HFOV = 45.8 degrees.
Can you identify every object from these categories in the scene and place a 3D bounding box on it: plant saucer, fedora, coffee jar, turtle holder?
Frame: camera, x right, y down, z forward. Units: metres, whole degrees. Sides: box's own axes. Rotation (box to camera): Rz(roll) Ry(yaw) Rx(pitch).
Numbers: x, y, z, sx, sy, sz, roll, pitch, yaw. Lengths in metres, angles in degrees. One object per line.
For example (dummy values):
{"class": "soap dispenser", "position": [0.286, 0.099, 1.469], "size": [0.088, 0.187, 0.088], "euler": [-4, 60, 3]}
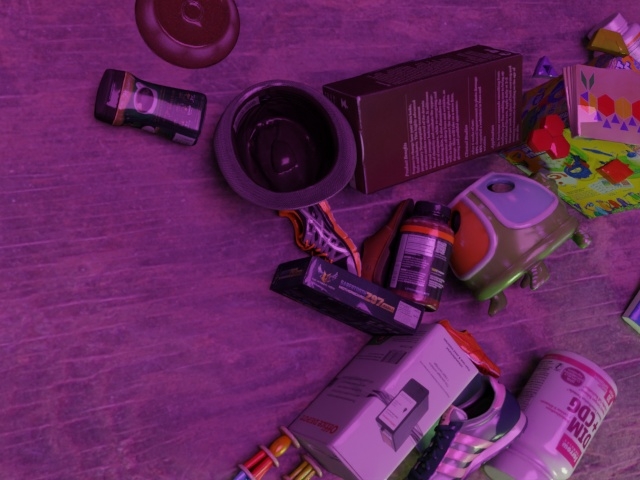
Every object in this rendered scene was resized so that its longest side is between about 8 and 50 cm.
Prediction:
{"class": "plant saucer", "position": [0.249, 0.332, 1.477], "size": [0.195, 0.037, 0.195], "euler": [-10, 112, -27]}
{"class": "fedora", "position": [-0.064, -0.151, 1.363], "size": [0.244, 0.124, 0.275], "euler": [-23, 69, -11]}
{"class": "plant saucer", "position": [-0.240, -0.418, 1.398], "size": [0.199, 0.036, 0.198], "euler": [3, 81, -22]}
{"class": "coffee jar", "position": [-0.298, -0.233, 1.327], "size": [0.184, 0.079, 0.096], "euler": [14, 81, -21]}
{"class": "turtle holder", "position": [0.386, -0.031, 1.494], "size": [0.320, 0.243, 0.227], "euler": [-37, 81, -9]}

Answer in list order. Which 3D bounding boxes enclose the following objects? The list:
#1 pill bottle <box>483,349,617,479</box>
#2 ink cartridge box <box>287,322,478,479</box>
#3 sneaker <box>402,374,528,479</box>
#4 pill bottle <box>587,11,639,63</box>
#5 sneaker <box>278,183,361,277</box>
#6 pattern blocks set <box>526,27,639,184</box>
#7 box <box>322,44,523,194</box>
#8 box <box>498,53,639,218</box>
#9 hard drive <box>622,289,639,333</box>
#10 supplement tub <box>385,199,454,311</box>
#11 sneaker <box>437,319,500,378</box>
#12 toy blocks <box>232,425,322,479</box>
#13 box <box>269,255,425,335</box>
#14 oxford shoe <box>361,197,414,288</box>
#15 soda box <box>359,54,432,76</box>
{"class": "pill bottle", "position": [0.455, 0.373, 1.510], "size": [0.160, 0.160, 0.283], "euler": [43, 70, -12]}
{"class": "ink cartridge box", "position": [0.106, 0.287, 1.355], "size": [0.289, 0.211, 0.121], "euler": [-44, 101, -20]}
{"class": "sneaker", "position": [0.236, 0.378, 1.415], "size": [0.319, 0.112, 0.131], "euler": [-36, 104, -18]}
{"class": "pill bottle", "position": [0.712, -0.413, 1.739], "size": [0.117, 0.117, 0.215], "euler": [-45, 100, -21]}
{"class": "sneaker", "position": [0.000, 0.000, 1.421], "size": [0.083, 0.084, 0.215], "euler": [-31, 85, -23]}
{"class": "pattern blocks set", "position": [0.521, -0.244, 1.375], "size": [0.325, 0.026, 0.285], "euler": [13, 78, -19]}
{"class": "box", "position": [0.205, -0.241, 1.469], "size": [0.381, 0.143, 0.191], "euler": [-19, 119, -25]}
{"class": "box", "position": [0.584, -0.207, 1.567], "size": [0.279, 0.290, 0.177], "euler": [31, 73, -16]}
{"class": "hard drive", "position": [0.857, 0.111, 1.743], "size": [0.210, 0.040, 0.318], "euler": [39, 81, -13]}
{"class": "supplement tub", "position": [0.190, 0.028, 1.416], "size": [0.106, 0.106, 0.198], "euler": [19, 79, -19]}
{"class": "sneaker", "position": [0.301, 0.219, 1.523], "size": [0.175, 0.064, 0.067], "euler": [38, 61, -16]}
{"class": "toy blocks", "position": [-0.086, 0.423, 1.342], "size": [0.148, 0.054, 0.123], "euler": [-39, 98, -22]}
{"class": "box", "position": [0.044, 0.104, 1.366], "size": [0.233, 0.183, 0.059], "euler": [26, 74, -16]}
{"class": "oxford shoe", "position": [0.126, -0.005, 1.479], "size": [0.212, 0.076, 0.076], "euler": [-59, 143, -32]}
{"class": "soda box", "position": [0.152, -0.323, 1.531], "size": [0.169, 0.060, 0.053], "euler": [-20, 90, -22]}
